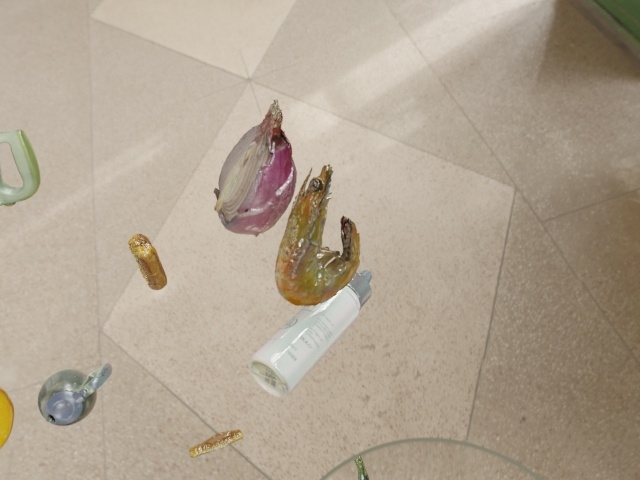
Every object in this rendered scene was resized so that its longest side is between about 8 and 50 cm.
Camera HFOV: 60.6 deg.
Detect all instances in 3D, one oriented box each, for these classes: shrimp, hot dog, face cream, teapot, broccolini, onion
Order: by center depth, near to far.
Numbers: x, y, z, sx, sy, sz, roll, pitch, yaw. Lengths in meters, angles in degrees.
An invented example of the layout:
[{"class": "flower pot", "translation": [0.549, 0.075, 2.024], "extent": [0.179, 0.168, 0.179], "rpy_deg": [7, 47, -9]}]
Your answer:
[{"class": "teapot", "translation": [-0.367, -0.067, 0.570], "extent": [0.124, 0.090, 0.092], "rpy_deg": [6, 40, 20]}, {"class": "shrimp", "translation": [0.000, 0.000, 0.882], "extent": [0.150, 0.248, 0.068], "rpy_deg": [-7, 31, -23]}, {"class": "face cream", "translation": [0.004, 0.146, 0.991], "extent": [0.092, 0.092, 0.311], "rpy_deg": [26, 47, 27]}, {"class": "teapot", "translation": [-0.495, 0.322, 1.110], "extent": [0.149, 0.108, 0.111], "rpy_deg": [-9, 95, -19]}, {"class": "hot dog", "translation": [-0.361, 0.047, 1.151], "extent": [0.045, 0.165, 0.071], "rpy_deg": [-27, 62, -18]}, {"class": "broccolini", "translation": [0.093, 0.563, 1.229], "extent": [0.058, 0.201, 0.074], "rpy_deg": [-9, 13, 28]}, {"class": "hot dog", "translation": [-0.257, 0.496, 1.348], "extent": [0.137, 0.028, 0.044], "rpy_deg": [-18, 9, -14]}, {"class": "onion", "translation": [-0.126, -0.171, 1.364], "extent": [0.159, 0.348, 0.267], "rpy_deg": [16, 42, -30]}]

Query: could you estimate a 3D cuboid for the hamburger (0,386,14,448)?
[{"class": "hamburger", "translation": [-0.897, 0.443, 1.347], "extent": [0.170, 0.246, 0.246], "rpy_deg": [6, 54, 41]}]
